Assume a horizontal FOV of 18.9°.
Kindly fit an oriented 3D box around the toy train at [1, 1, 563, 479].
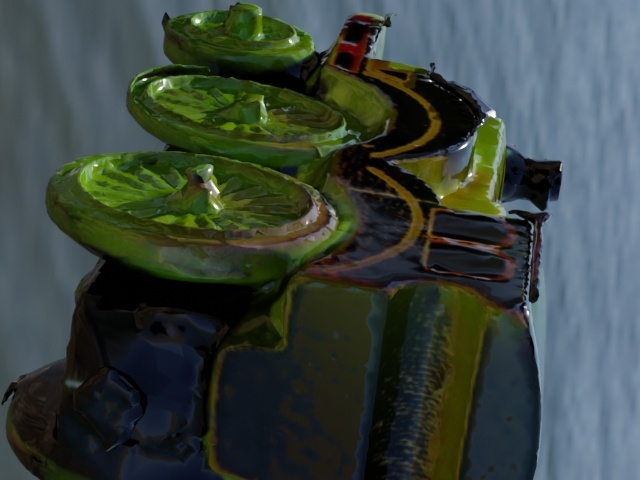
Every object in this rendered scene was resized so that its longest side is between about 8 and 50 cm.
[{"bbox_3d":[0.000,0.000,0.623,0.296,0.160,0.100,-74,173,-68],"label":"toy train"}]
